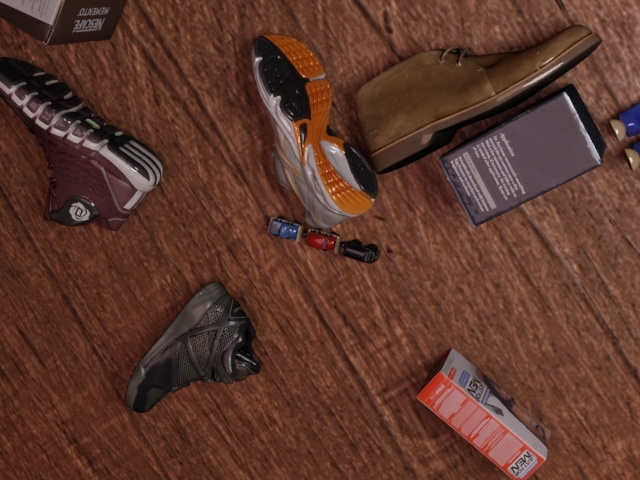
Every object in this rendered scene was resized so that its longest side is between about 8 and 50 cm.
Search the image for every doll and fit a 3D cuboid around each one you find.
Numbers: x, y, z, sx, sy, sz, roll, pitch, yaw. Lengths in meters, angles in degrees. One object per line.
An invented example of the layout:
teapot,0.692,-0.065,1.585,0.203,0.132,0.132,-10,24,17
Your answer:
doll,0.433,-0.143,1.154,0.189,0.046,0.129,-25,85,14

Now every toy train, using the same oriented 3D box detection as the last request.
toy train,0.000,0.000,1.321,0.158,0.036,0.027,17,107,12

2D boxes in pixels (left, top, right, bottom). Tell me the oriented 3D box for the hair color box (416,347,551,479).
hair color box,0.208,0.219,1.280,0.167,0.093,0.053,41,111,4

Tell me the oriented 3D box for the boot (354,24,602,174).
boot,0.175,-0.192,1.194,0.305,0.112,0.115,-25,84,22

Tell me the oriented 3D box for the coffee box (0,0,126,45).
coffee box,-0.404,-0.371,1.286,0.297,0.168,0.119,31,109,8

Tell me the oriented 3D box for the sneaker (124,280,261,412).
sneaker,-0.171,0.177,1.386,0.130,0.087,0.227,44,105,10

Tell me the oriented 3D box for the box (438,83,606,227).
box,0.236,-0.101,1.164,0.158,0.156,0.093,-27,93,20

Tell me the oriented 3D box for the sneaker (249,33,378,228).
sneaker,-0.035,-0.130,1.274,0.121,0.099,0.262,-38,73,53

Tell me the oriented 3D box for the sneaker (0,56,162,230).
sneaker,-0.364,-0.112,1.370,0.281,0.106,0.162,37,113,5
